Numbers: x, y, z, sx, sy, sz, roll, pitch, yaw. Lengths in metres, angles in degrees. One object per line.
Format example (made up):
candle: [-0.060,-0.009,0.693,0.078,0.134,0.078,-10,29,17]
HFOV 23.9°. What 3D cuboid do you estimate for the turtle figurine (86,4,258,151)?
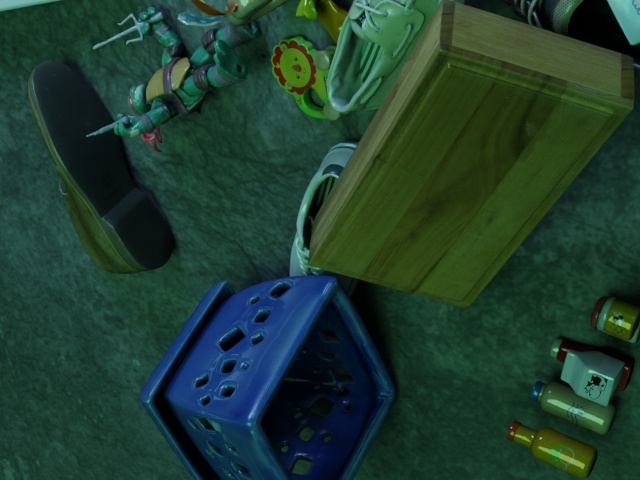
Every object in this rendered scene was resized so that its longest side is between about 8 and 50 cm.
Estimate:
turtle figurine: [-0.184,-0.203,1.852,0.234,0.118,0.175,-21,60,34]

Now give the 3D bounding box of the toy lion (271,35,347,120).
toy lion: [-0.015,-0.195,1.806,0.096,0.034,0.100,4,115,37]

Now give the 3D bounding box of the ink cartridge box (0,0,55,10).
ink cartridge box: [-0.403,-0.423,1.898,0.296,0.066,0.261,-4,111,31]

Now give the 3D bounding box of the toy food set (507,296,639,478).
toy food set: [0.296,0.147,1.736,0.104,0.111,0.232,22,125,20]

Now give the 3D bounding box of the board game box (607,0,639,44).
board game box: [0.438,-0.299,1.309,0.318,0.319,0.066,-22,101,37]

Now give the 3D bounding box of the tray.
tray: [0.146,-0.074,1.613,0.203,0.076,0.411,15,144,-12]

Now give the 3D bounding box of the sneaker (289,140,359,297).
sneaker: [0.000,0.000,1.850,0.094,0.091,0.258,23,123,19]

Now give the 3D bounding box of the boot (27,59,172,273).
boot: [-0.316,-0.087,1.993,0.115,0.112,0.305,-13,108,45]

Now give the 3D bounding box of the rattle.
rattle: [-0.052,-0.237,1.698,0.130,0.200,0.142,-11,107,34]

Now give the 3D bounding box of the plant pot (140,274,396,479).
plant pot: [-0.072,0.191,1.872,0.212,0.236,0.236,6,141,35]

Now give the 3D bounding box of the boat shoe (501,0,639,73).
boat shoe: [0.267,-0.266,1.541,0.355,0.130,0.132,25,123,18]

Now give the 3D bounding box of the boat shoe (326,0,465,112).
boat shoe: [0.080,-0.241,1.629,0.109,0.094,0.302,50,149,26]
